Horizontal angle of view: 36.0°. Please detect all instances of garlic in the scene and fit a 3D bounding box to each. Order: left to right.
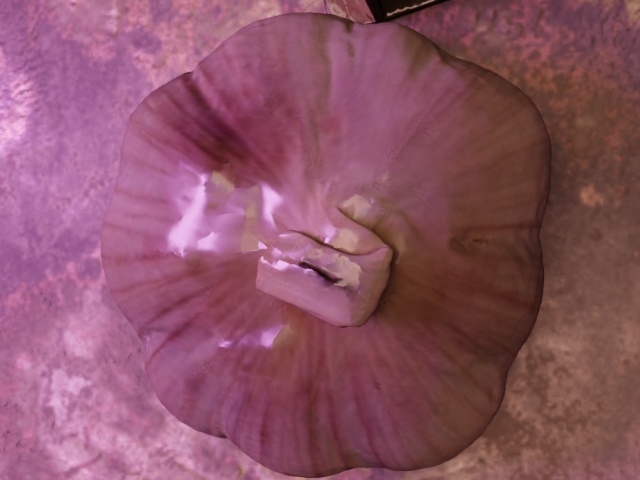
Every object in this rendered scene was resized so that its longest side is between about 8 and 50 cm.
[{"bbox_3d":[0.001,0.002,0.658,0.322,0.241,0.322,-10,69,27],"label":"garlic"}]

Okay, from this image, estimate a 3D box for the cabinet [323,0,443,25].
[{"bbox_3d":[0.078,-0.255,0.671,0.215,0.175,0.148,-17,83,10],"label":"cabinet"}]
